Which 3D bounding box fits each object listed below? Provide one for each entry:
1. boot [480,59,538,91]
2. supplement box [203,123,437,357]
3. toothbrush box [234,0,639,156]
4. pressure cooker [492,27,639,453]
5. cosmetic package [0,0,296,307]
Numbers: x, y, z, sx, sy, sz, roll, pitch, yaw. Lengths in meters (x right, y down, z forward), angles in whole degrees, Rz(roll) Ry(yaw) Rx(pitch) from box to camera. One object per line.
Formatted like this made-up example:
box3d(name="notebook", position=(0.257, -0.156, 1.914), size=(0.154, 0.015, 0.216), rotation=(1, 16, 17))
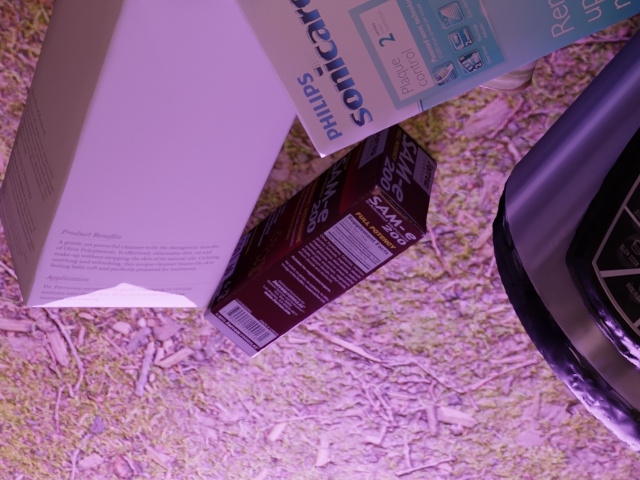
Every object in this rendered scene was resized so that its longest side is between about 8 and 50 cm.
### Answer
box3d(name="boot", position=(0.105, -0.228, 1.017), size=(0.213, 0.077, 0.165), rotation=(14, 127, -5))
box3d(name="supplement box", position=(0.000, 0.000, 1.164), size=(0.239, 0.130, 0.073), rotation=(-37, 111, 29))
box3d(name="toothbrush box", position=(0.080, -0.226, 0.826), size=(0.295, 0.126, 0.216), rotation=(-23, 124, 10))
box3d(name="pressure cooker", position=(0.382, -0.056, 0.914), size=(0.370, 0.375, 0.420), rotation=(23, 127, -25))
box3d(name="cosmetic package", position=(-0.145, -0.114, 1.055), size=(0.197, 0.155, 0.365), rotation=(3, 131, -31))
